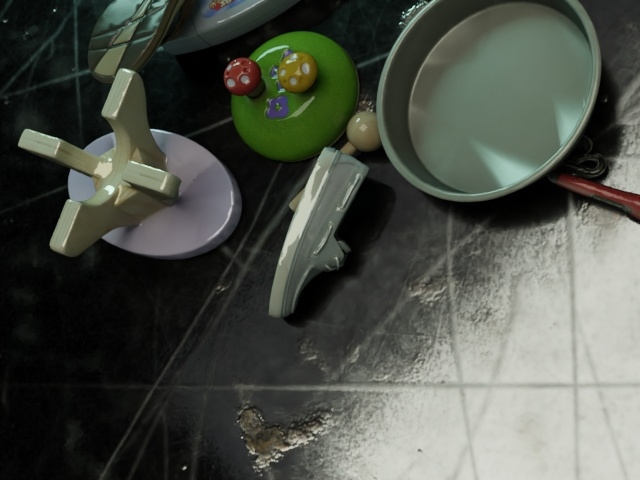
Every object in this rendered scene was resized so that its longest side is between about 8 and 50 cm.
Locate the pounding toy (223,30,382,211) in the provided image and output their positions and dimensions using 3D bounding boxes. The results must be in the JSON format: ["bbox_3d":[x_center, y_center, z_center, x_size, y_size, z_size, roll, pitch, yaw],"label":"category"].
[{"bbox_3d":[-0.040,-0.184,1.507,0.183,0.110,0.237,-37,64,10],"label":"pounding toy"}]

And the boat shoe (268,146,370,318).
[{"bbox_3d":[0.000,-0.001,1.454,0.081,0.079,0.227,21,96,3],"label":"boat shoe"}]

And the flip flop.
[{"bbox_3d":[-0.219,-0.322,1.590,0.112,0.080,0.277,12,66,30],"label":"flip flop"}]

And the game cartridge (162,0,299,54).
[{"bbox_3d":[-0.115,-0.393,1.631,0.297,0.062,0.198,-27,63,14],"label":"game cartridge"}]

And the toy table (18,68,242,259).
[{"bbox_3d":[-0.257,-0.084,1.546,0.274,0.161,0.252,4,77,25],"label":"toy table"}]

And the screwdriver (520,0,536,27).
[{"bbox_3d":[0.275,-0.346,1.464,0.024,0.025,0.170,6,79,25],"label":"screwdriver"}]

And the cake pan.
[{"bbox_3d":[0.207,-0.181,1.407,0.293,0.054,0.293,-11,69,31],"label":"cake pan"}]

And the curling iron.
[{"bbox_3d":[0.380,-0.049,1.329,0.274,0.035,0.068,29,88,27],"label":"curling iron"}]
